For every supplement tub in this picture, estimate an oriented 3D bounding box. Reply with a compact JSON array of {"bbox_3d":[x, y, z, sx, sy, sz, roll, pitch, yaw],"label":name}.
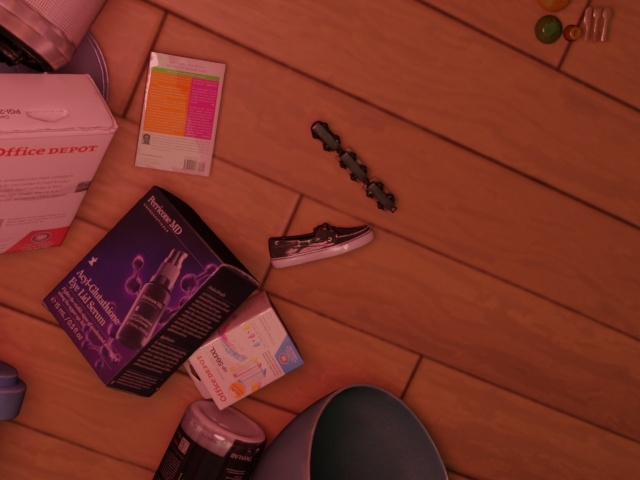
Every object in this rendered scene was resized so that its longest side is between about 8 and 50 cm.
[{"bbox_3d":[-0.159,0.318,1.278,0.117,0.117,0.190,25,97,-13],"label":"supplement tub"}]

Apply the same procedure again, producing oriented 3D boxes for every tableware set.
[{"bbox_3d":[0.331,-0.334,1.265,0.104,0.024,0.154,2,103,-6],"label":"tableware set"}]

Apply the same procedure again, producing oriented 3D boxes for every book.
[{"bbox_3d":[-0.176,-0.158,1.218,0.096,0.035,0.144,8,101,-14],"label":"book"}]

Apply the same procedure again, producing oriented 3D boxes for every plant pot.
[{"bbox_3d":[0.015,0.353,1.257,0.195,0.290,0.290,-27,108,35],"label":"plant pot"}]

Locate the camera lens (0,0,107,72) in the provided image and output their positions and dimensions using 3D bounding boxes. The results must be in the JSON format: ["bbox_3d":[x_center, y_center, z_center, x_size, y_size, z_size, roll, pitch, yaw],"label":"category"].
[{"bbox_3d":[-0.314,-0.338,1.045,0.219,0.219,0.274,32,84,-14],"label":"camera lens"}]

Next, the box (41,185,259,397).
[{"bbox_3d":[-0.206,0.064,1.187,0.207,0.108,0.153,-47,64,2],"label":"box"}]

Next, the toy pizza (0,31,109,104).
[{"bbox_3d":[-0.360,-0.192,1.182,0.201,0.032,0.201,-1,101,-8],"label":"toy pizza"}]

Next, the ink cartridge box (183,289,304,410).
[{"bbox_3d":[-0.109,0.146,1.263,0.143,0.090,0.092,-30,105,-2],"label":"ink cartridge box"}]

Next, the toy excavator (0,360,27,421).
[{"bbox_3d":[-0.538,0.046,1.140,0.432,0.222,0.445,17,85,-11],"label":"toy excavator"}]

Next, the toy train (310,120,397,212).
[{"bbox_3d":[0.044,-0.095,1.263,0.027,0.036,0.158,-42,103,6],"label":"toy train"}]

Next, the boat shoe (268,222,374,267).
[{"bbox_3d":[0.000,0.000,1.271,0.142,0.049,0.040,-15,103,-3],"label":"boat shoe"}]

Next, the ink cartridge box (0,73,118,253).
[{"bbox_3d":[-0.346,-0.083,1.094,0.158,0.092,0.218,-8,149,-41],"label":"ink cartridge box"}]
